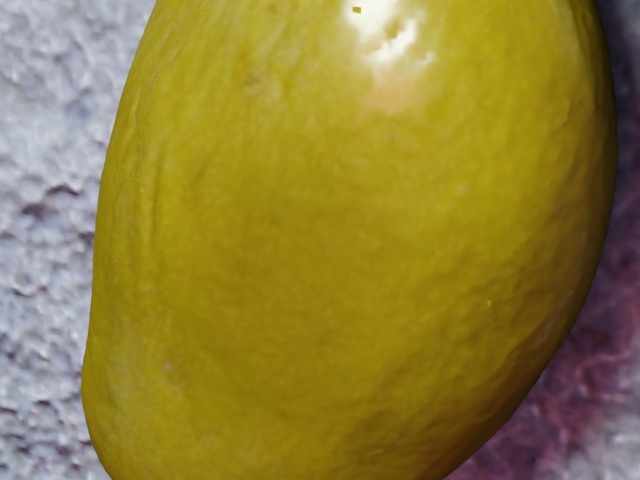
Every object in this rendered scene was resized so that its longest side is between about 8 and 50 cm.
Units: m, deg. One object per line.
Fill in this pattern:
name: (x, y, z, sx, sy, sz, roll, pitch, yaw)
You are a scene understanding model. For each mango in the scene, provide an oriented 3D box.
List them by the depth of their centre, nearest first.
mango: (0.007, 0.002, 0.715, 0.195, 0.142, 0.331, 30, 127, 20)
